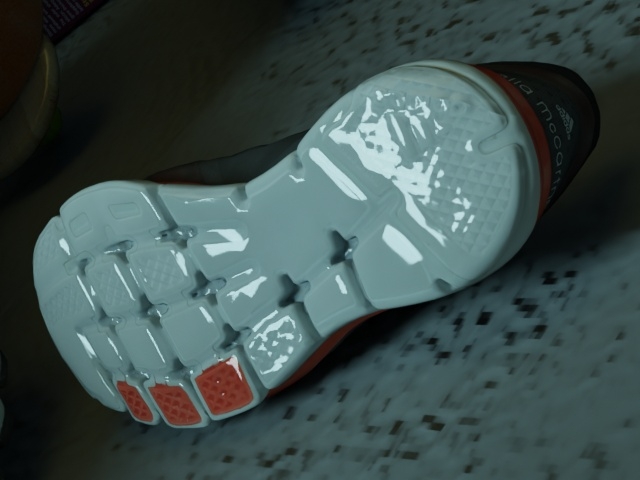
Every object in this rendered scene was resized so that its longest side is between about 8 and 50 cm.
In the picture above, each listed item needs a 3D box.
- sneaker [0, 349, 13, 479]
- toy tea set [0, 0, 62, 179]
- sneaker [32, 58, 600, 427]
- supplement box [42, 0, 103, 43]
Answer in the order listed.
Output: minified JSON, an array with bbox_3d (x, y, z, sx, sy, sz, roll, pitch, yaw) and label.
[{"bbox_3d":[-0.192,0.090,0.423,0.130,0.147,0.330,-18,30,42],"label":"sneaker"},{"bbox_3d":[-0.229,-0.036,0.769,0.336,0.124,0.200,8,78,40],"label":"toy tea set"},{"bbox_3d":[0.000,0.000,0.438,0.158,0.061,0.065,-18,4,40],"label":"sneaker"},{"bbox_3d":[-0.116,-0.125,0.827,0.083,0.055,0.043,-39,21,-1],"label":"supplement box"}]
